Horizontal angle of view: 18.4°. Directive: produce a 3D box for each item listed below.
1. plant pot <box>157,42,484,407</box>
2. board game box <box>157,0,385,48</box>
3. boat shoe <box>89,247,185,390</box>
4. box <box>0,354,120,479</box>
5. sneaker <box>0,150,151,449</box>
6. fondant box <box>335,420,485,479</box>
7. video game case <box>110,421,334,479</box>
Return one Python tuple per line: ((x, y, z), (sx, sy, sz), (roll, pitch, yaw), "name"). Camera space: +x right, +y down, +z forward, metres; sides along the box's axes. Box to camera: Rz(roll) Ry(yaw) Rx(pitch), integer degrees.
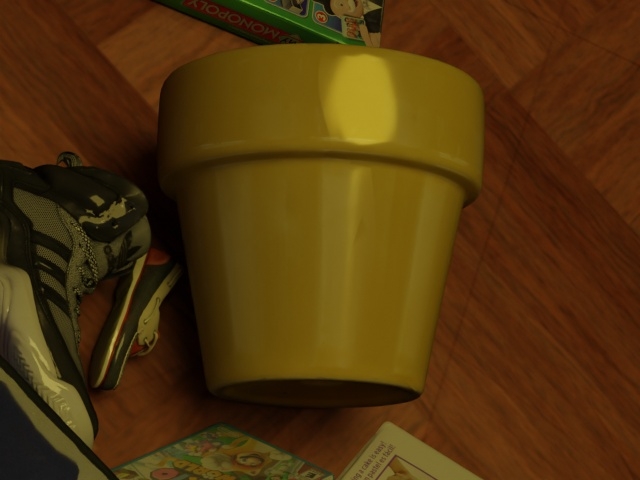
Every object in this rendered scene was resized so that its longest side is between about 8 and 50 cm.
((0.000, 0.000, 1.500), (0.254, 0.254, 0.239), (7, 76, -28), "plant pot")
((-0.035, -0.313, 1.772), (0.213, 0.046, 0.317), (20, 55, -20), "board game box")
((-0.139, 0.061, 1.494), (0.043, 0.049, 0.137), (30, 47, -16), "boat shoe")
((-0.156, 0.268, 1.167), (0.212, 0.293, 0.395), (-44, 91, -13), "box")
((-0.180, 0.033, 1.413), (0.153, 0.101, 0.268), (-13, 55, -28), "sneaker")
((0.136, 0.301, 1.335), (0.330, 0.238, 0.096), (30, 48, 14), "fondant box")
((-0.089, 0.179, 1.415), (0.119, 0.015, 0.166), (21, 28, 38), "video game case")
